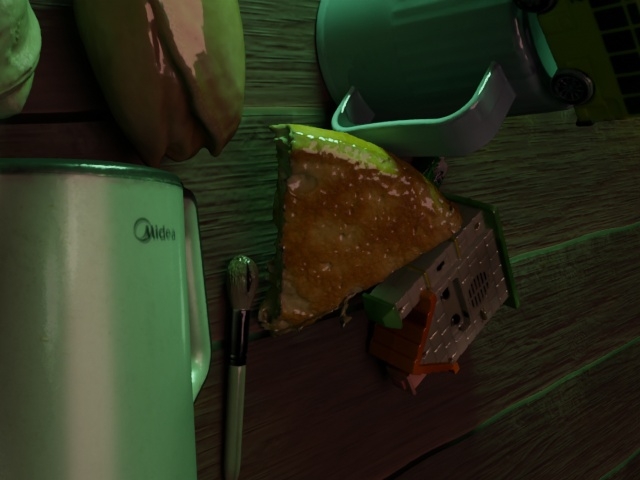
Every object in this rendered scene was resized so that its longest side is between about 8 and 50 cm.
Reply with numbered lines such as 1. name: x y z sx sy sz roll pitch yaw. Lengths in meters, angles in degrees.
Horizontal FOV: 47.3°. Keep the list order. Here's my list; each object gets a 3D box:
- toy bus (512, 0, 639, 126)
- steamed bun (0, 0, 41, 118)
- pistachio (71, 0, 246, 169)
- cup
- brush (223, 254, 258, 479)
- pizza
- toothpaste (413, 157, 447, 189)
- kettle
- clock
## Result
1. toy bus: 0.306 -0.263 0.773 0.128 0.150 0.262 -54 125 -29
2. steamed bun: -0.310 -0.145 0.579 0.144 0.211 0.218 36 78 -49
3. pistachio: -0.164 -0.223 0.751 0.162 0.181 0.293 -16 103 -4
4. cup: 0.169 -0.271 0.960 0.331 0.311 0.257 -30 112 -39
5. brush: -0.102 0.167 0.911 0.039 0.042 0.299 -8 100 -78
6. pizza: 0.000 0.000 0.927 0.280 0.075 0.288 32 106 -25
7. toothpaste: 0.142 -0.048 1.134 0.078 0.047 0.248 48 62 -41
8. kettle: -0.209 0.122 0.694 0.361 0.250 0.377 -1 91 -65
9. clock: 0.177 0.092 1.123 0.255 0.106 0.220 -43 131 -25
